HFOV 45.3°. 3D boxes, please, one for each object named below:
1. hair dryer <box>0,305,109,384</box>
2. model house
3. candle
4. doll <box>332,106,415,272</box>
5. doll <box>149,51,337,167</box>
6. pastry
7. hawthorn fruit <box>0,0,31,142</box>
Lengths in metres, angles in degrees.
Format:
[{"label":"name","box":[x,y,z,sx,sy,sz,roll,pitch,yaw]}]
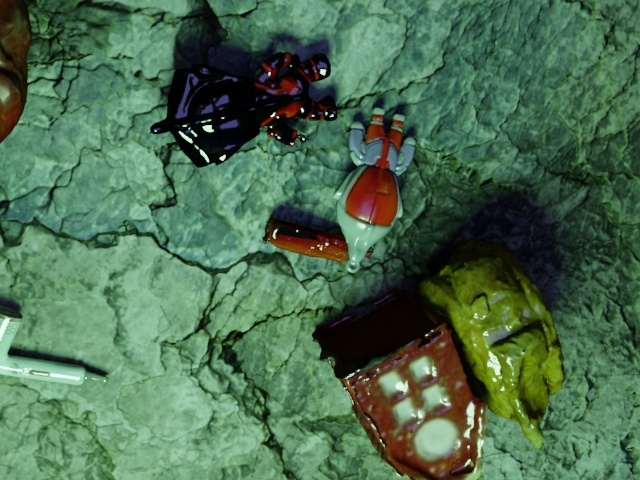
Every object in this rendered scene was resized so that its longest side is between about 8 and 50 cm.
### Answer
[{"label":"hair dryer","box":[-0.376,0.189,1.019,0.183,0.044,0.155,25,97,-18]},{"label":"model house","box":[0.123,0.219,1.049,0.160,0.196,0.254,-31,106,-7]},{"label":"candle","box":[0.000,0.000,1.063,0.162,0.053,0.048,13,53,-19]},{"label":"doll","box":[0.068,-0.067,1.041,0.102,0.075,0.227,12,86,-12]},{"label":"doll","box":[-0.100,-0.170,0.989,0.249,0.088,0.127,-21,84,-17]},{"label":"pastry","box":[0.239,0.118,1.034,0.132,0.235,0.240,-31,115,-9]},{"label":"hawthorn fruit","box":[-0.462,-0.190,0.809,0.300,0.275,0.275,-20,104,0]}]
